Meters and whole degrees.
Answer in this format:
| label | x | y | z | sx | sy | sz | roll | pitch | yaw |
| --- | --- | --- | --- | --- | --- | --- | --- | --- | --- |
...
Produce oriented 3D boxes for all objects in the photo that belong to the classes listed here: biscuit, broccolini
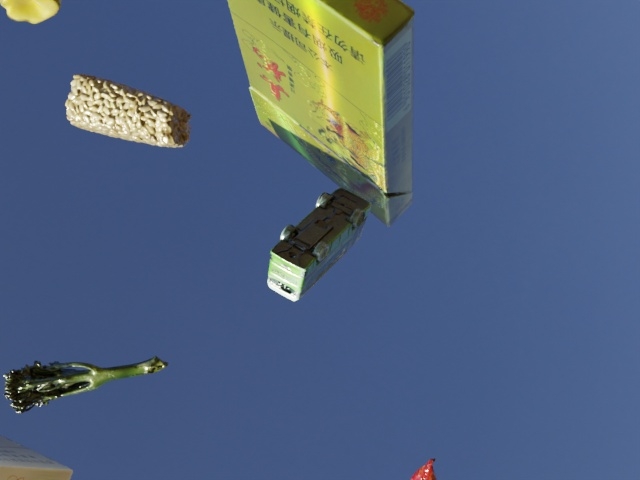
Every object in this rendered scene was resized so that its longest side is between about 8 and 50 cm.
| label | x | y | z | sx | sy | sz | roll | pitch | yaw |
| --- | --- | --- | --- | --- | --- | --- | --- | --- | --- |
| biscuit | -0.249 | -0.165 | 1.429 | 0.082 | 0.168 | 0.070 | 8 | -82 | -75 |
| broccolini | -0.282 | 0.155 | 1.327 | 0.201 | 0.074 | 0.058 | -18 | -88 | 6 |

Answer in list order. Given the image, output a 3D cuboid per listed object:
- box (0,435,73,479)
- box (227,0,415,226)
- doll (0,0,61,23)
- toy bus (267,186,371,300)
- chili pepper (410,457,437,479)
| label | x | y | z | sx | sy | sz | roll | pitch | yaw |
| --- | --- | --- | --- | --- | --- | --- | --- | --- | --- |
| box | -0.301 | 0.186 | 0.933 | 0.100 | 0.152 | 0.048 | 29 | -99 | -59 |
| box | 0.003 | -0.134 | 0.915 | 0.173 | 0.311 | 0.043 | 40 | -104 | 18 |
| doll | -0.272 | -0.310 | 0.939 | 0.141 | 0.117 | 0.296 | 28 | -151 | -43 |
| toy bus | 0.000 | 0.000 | 0.695 | 0.083 | 0.031 | 0.037 | -43 | -27 | -43 |
| chili pepper | 0.102 | 0.330 | 1.200 | 0.050 | 0.059 | 0.268 | -72 | -8 | -45 |
